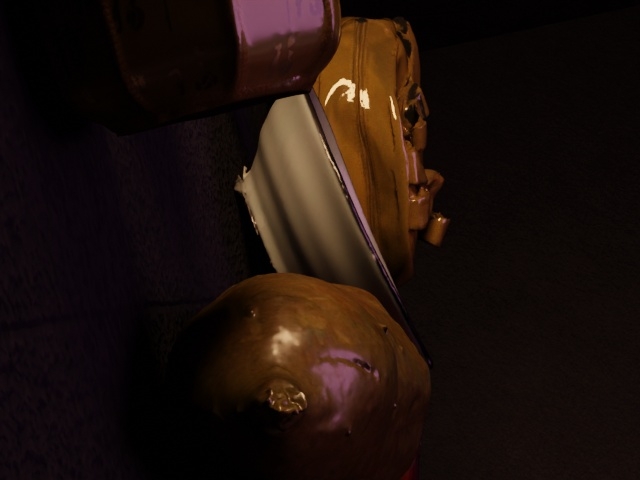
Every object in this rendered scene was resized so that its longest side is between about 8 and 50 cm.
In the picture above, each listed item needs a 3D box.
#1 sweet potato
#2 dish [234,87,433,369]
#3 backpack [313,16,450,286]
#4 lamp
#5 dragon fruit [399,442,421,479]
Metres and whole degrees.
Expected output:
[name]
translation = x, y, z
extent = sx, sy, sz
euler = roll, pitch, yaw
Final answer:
[sweet potato]
translation = -0.018, 0.091, 0.787
extent = 0.369, 0.157, 0.158
euler = 32, 47, -74
[dish]
translation = 0.000, 0.000, 1.206
extent = 0.316, 0.106, 0.316
euler = -24, 90, -86
[backpack]
translation = 0.042, -0.111, 1.536
extent = 0.378, 0.201, 0.354
euler = -88, 167, -79
[lamp]
translation = -0.073, -0.153, 0.636
extent = 0.161, 0.161, 0.185
euler = -56, 132, -83
[dragon fruit]
translation = 0.038, 0.233, 1.128
extent = 0.274, 0.126, 0.161
euler = -68, 146, -80
